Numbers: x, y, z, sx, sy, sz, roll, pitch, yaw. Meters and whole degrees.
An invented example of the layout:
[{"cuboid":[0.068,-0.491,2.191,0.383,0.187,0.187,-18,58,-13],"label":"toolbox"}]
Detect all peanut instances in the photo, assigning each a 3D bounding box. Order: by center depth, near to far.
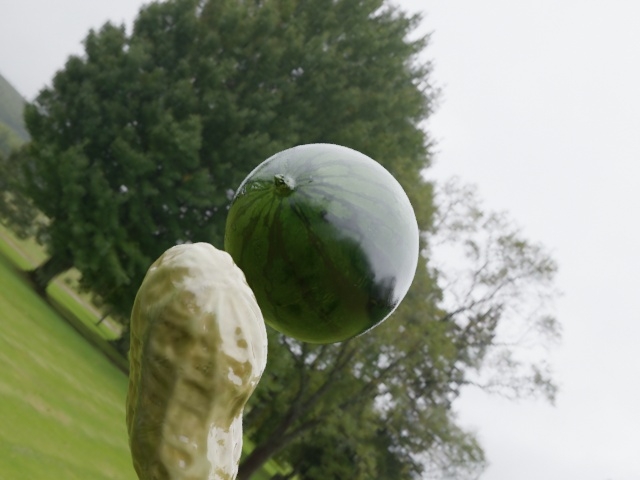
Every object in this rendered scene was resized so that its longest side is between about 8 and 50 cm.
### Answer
[{"cuboid":[-0.084,0.097,0.576,0.093,0.194,0.083,3,9,4],"label":"peanut"}]

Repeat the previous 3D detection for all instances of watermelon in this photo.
[{"cuboid":[0.002,0.003,1.027,0.242,0.242,0.242,44,-9,8],"label":"watermelon"}]
